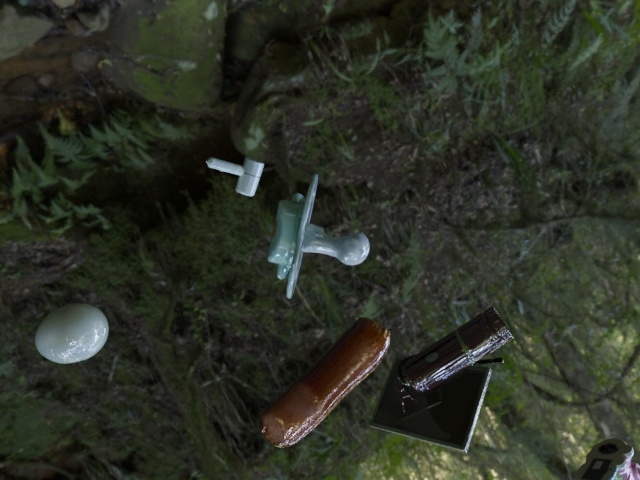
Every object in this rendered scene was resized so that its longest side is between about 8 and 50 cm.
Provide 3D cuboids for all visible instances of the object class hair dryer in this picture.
[{"bbox_3d":[-0.200,-0.155,1.325,0.137,0.082,0.047,14,-168,-34],"label":"hair dryer"}]

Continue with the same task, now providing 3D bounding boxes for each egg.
[{"bbox_3d":[-0.645,0.242,1.514,0.209,0.151,0.151,-23,-178,24],"label":"egg"}]

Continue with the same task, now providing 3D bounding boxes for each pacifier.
[{"bbox_3d":[0.000,0.000,1.596,0.269,0.344,0.288,15,-174,-1],"label":"pacifier"}]

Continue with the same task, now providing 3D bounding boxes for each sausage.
[{"bbox_3d":[0.011,0.263,1.094,0.300,0.089,0.083,-43,-175,-3],"label":"sausage"}]

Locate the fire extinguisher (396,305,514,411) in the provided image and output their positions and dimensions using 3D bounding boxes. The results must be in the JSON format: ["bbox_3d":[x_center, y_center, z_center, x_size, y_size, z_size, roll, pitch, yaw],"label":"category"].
[{"bbox_3d":[0.332,0.312,1.505,0.341,0.141,0.105,-36,157,11],"label":"fire extinguisher"}]

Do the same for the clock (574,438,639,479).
[{"bbox_3d":[0.659,0.579,1.317,0.194,0.196,0.100,-29,-170,-39],"label":"clock"}]

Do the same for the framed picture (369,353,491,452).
[{"bbox_3d":[0.303,0.446,1.650,0.324,0.020,0.241,-3,-127,45],"label":"framed picture"}]
